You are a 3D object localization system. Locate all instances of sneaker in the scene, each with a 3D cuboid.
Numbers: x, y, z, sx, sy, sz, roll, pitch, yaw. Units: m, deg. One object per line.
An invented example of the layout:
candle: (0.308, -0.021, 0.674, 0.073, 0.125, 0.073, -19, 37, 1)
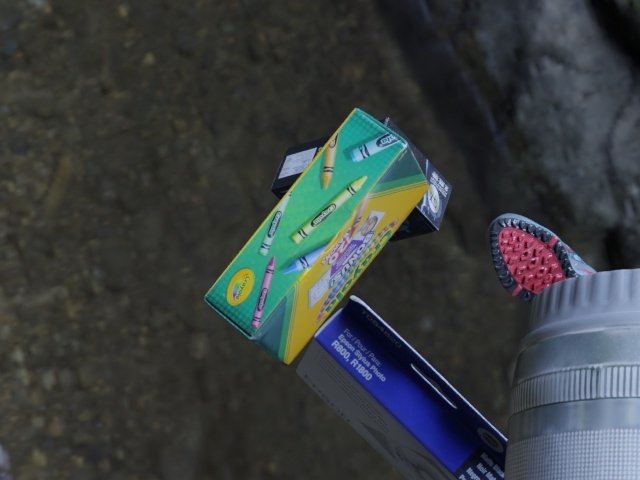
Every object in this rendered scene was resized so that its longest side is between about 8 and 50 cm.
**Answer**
sneaker: (0.311, 0.036, 2.340, 0.262, 0.104, 0.125, 38, 9, -36)

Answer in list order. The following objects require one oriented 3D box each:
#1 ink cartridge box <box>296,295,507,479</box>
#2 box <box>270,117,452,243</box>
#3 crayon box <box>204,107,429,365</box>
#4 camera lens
ink cartridge box: (0.078, 0.163, 1.512, 0.223, 0.224, 0.045, 44, 73, 7)
box: (0.053, -0.067, 2.123, 0.147, 0.180, 0.078, 45, 49, -32)
crayon box: (0.000, 0.000, 1.863, 0.278, 0.081, 0.165, -52, 161, -4)
camera lens: (0.228, 0.176, 1.057, 0.219, 0.219, 0.274, 22, 66, -42)
